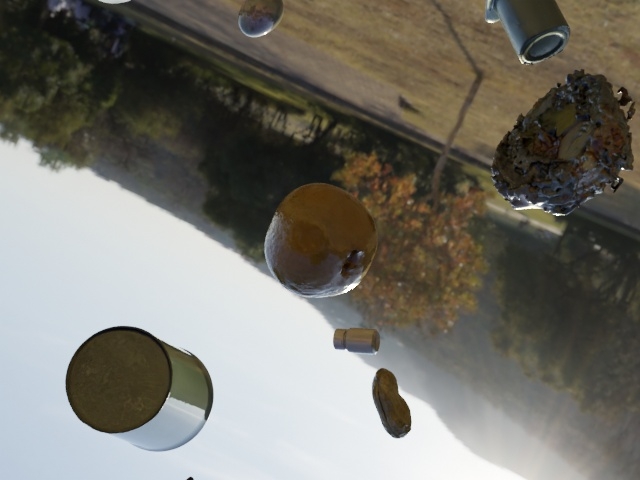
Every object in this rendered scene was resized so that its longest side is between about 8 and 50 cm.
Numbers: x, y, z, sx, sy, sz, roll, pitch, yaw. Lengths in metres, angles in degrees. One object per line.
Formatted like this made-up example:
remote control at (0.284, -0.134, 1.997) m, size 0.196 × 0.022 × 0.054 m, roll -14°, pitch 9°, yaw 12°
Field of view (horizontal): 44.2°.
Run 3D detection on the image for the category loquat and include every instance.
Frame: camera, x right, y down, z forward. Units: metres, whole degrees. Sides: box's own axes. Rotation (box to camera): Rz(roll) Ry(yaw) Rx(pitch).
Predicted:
loquat at (0.000, 0.000, 1.421) m, size 0.208 × 0.208 × 0.208 m, roll 25°, pitch -178°, yaw -1°

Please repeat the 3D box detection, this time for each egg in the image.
egg at (-0.158, -0.597, 2.077) m, size 0.103 × 0.135 × 0.103 m, roll 47°, pitch -177°, yaw -3°

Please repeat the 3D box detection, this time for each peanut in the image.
peanut at (0.170, 0.388, 1.886) m, size 0.080 × 0.174 × 0.080 m, roll -19°, pitch -178°, yaw 1°

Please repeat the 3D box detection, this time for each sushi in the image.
sushi at (0.634, -0.259, 2.056) m, size 0.176 × 0.417 × 0.417 m, roll 31°, pitch 180°, yaw -26°

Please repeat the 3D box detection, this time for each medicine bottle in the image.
medicine bottle at (0.074, 0.205, 1.617) m, size 0.089 × 0.052 × 0.052 m, roll 1°, pitch 173°, yaw 21°

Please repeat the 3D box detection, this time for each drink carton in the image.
drink carton at (0.553, -0.588, 2.062) m, size 0.185 × 0.191 × 0.189 m, roll 64°, pitch -174°, yaw -66°

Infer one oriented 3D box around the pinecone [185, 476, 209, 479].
pinecone at (-0.248, 0.581, 1.588) m, size 0.208 × 0.207 × 0.208 m, roll 25°, pitch -178°, yaw -1°

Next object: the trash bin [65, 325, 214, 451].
trash bin at (-0.431, 0.369, 1.944) m, size 0.280 × 0.280 × 0.432 m, roll 26°, pitch 166°, yaw 12°

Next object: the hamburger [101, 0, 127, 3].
hamburger at (-0.434, -0.661, 1.770) m, size 0.151 × 0.295 × 0.227 m, roll 74°, pitch 175°, yaw -72°
